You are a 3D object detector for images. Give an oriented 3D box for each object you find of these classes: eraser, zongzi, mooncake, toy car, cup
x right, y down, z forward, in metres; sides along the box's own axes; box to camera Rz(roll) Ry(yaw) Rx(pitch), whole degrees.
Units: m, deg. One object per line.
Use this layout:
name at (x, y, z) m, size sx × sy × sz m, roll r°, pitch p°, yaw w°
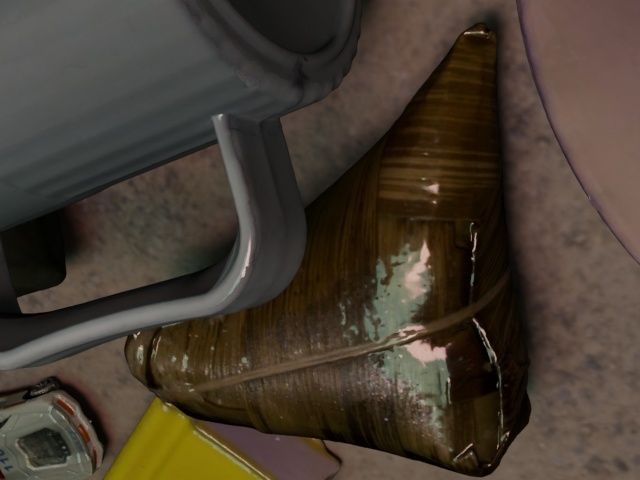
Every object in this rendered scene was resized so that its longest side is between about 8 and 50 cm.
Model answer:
eraser at (0.210, -0.089, 0.639) m, size 0.243 × 0.059 × 0.204 m, roll 39°, pitch 128°, yaw -12°
zongzi at (0.000, 0.000, 0.756) m, size 0.286 × 0.134 × 0.288 m, roll 4°, pitch 112°, yaw 21°
mooncake at (-0.284, 0.003, 0.864) m, size 0.168 × 0.175 × 0.104 m, roll -15°, pitch 83°, yaw -8°
eraser at (-0.101, 0.219, 0.959) m, size 0.158 × 0.069 × 0.226 m, roll 37°, pitch 125°, yaw 3°
toy car at (-0.284, 0.185, 1.034) m, size 0.205 × 0.056 × 0.095 m, roll -13°, pitch 112°, yaw 29°
cup at (-0.163, -0.121, 0.650) m, size 0.311 × 0.331 × 0.257 m, roll -17°, pitch 145°, yaw 29°
